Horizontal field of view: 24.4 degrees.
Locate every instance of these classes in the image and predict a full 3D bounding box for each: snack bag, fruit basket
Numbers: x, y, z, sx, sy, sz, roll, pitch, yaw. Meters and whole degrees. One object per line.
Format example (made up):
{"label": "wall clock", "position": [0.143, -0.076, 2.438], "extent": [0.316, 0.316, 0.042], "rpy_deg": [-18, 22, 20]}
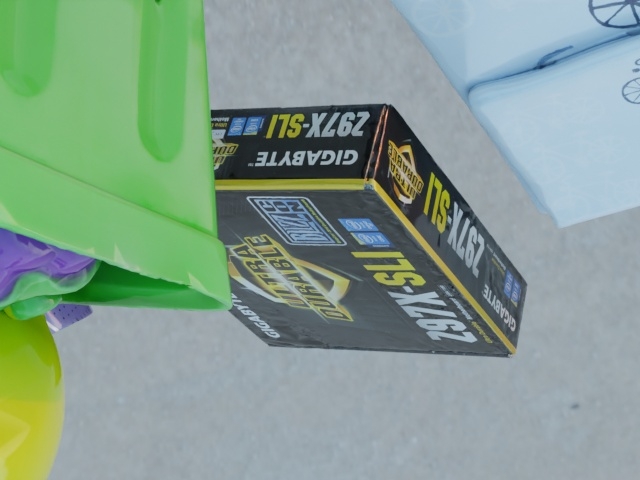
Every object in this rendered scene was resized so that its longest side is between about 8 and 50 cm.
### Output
{"label": "snack bag", "position": [0.243, -0.150, 1.093], "extent": [0.323, 0.037, 0.342], "rpy_deg": [-15, 137, 28]}
{"label": "fruit basket", "position": [-0.241, 0.021, 0.757], "extent": [0.392, 0.392, 0.283], "rpy_deg": [-36, 148, 20]}

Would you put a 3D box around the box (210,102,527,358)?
{"label": "box", "position": [0.000, 0.000, 1.234], "extent": [0.257, 0.079, 0.322], "rpy_deg": [-1, 153, 28]}

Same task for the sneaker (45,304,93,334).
{"label": "sneaker", "position": [-0.235, -0.084, 1.020], "extent": [0.182, 0.127, 0.315], "rpy_deg": [-32, 98, 12]}
